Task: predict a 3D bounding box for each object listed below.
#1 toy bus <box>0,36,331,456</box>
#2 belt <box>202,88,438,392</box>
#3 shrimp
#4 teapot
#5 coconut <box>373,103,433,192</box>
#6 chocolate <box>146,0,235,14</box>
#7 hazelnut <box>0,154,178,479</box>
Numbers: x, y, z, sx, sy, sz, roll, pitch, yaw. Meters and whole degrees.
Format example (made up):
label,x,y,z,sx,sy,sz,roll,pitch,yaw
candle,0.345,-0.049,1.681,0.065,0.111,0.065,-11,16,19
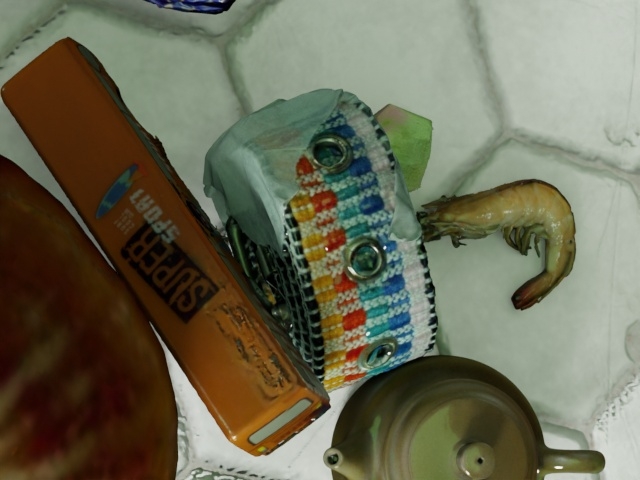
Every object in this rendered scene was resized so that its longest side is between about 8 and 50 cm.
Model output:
label,x,y,z,sx,sy,sz,roll,pitch,yaw
toy bus,-0.137,-0.004,1.380,0.093,0.092,0.409,-38,69,4
belt,0.000,0.000,1.426,0.150,0.207,0.258,-19,94,-17
shrimp,0.164,0.010,1.554,0.178,0.034,0.124,-14,93,-19
teapot,0.126,0.195,1.450,0.267,0.175,0.186,2,85,-13
coconut,0.064,-0.083,1.516,0.081,0.083,0.082,16,40,-12
chocolate,-0.233,-0.267,1.435,0.343,0.148,0.126,3,60,-16
hazelnut,-0.323,0.130,1.253,0.402,0.402,0.429,-28,107,-15
